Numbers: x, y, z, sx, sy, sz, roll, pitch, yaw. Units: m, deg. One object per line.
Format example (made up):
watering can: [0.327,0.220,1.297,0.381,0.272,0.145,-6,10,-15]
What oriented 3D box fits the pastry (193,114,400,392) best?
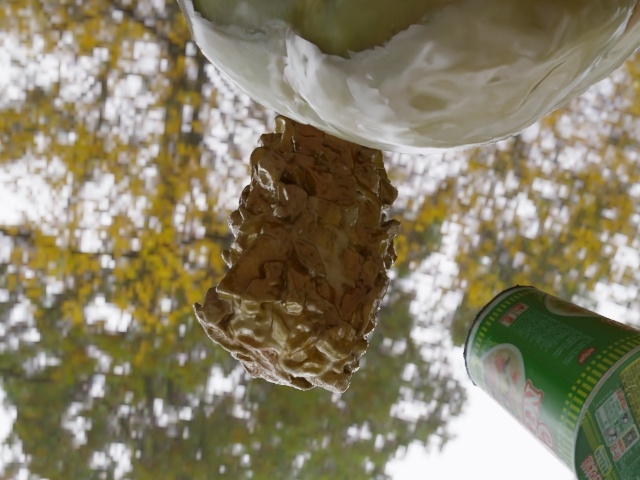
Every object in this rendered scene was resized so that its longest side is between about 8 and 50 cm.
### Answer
pastry: [0.000,0.000,1.202,0.154,0.102,0.250,31,-131,-13]

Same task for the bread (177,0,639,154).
bread: [0.068,-0.192,0.776,0.210,0.300,0.341,29,-151,-48]

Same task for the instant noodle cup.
instant noodle cup: [0.297,0.161,1.804,0.207,0.207,0.233,-17,-150,-29]
